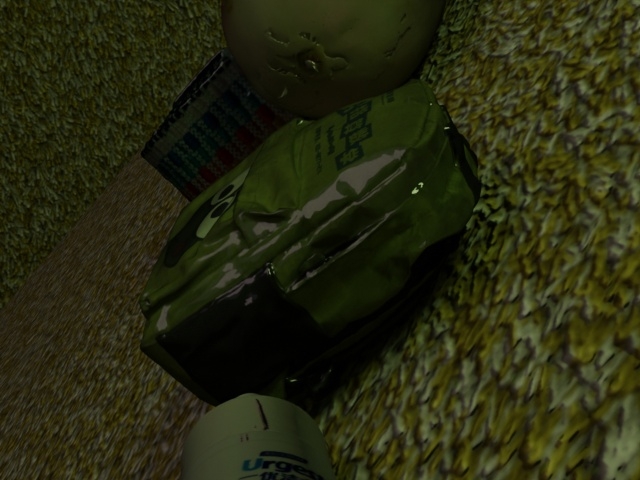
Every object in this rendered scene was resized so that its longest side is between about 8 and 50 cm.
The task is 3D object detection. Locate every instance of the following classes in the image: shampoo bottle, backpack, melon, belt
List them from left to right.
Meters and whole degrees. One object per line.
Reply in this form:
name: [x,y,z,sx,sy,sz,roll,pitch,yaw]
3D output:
belt: [-0.090,-0.157,1.147,0.257,0.150,0.207,-45,9,10]
shampoo bottle: [-0.026,0.160,0.463,0.092,0.092,0.303,-46,18,10]
backpack: [0.000,0.000,0.656,0.253,0.140,0.207,-35,22,21]
melon: [0.019,-0.260,0.973,0.223,0.223,0.316,-33,27,41]
